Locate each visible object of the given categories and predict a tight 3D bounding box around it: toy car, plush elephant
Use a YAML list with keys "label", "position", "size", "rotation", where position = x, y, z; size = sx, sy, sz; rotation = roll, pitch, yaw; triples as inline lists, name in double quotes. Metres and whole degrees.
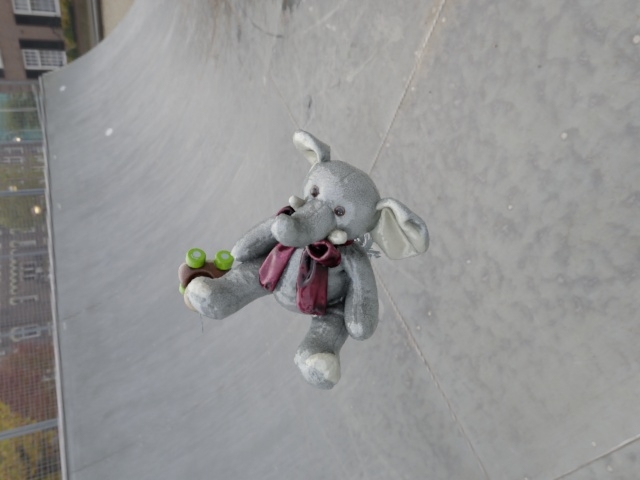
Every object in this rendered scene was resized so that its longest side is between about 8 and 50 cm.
- label: "toy car"
  position: [-0.303, 0.142, 1.276]
  size: [0.155, 0.149, 0.188]
  rotation: [115, 151, -41]
- label: "plush elephant"
  position: [0.000, 0.000, 0.703]
  size: [0.272, 0.330, 0.255]
  rotation: [33, 142, 24]
